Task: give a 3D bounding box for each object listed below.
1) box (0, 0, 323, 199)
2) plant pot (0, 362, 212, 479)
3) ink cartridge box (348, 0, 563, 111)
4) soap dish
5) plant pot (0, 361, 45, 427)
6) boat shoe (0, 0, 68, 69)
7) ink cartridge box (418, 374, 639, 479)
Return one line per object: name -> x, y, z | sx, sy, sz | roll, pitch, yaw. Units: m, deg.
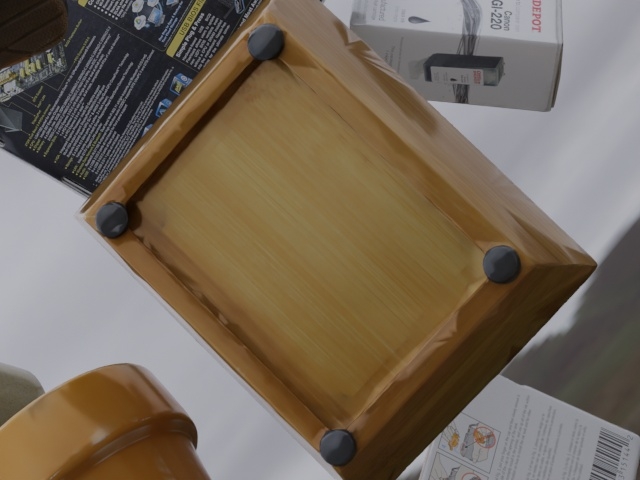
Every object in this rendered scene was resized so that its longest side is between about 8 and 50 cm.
box -> -0.177, -0.235, 1.884 | 0.395, 0.318, 0.097 | -61, 1, -3
plant pot -> -0.137, 0.222, 1.340 | 0.205, 0.188, 0.205 | -37, -23, -19
ink cartridge box -> 0.138, -0.218, 1.981 | 0.158, 0.218, 0.092 | -83, 0, -50
soap dish -> 0.000, 0.000, 1.281 | 0.229, 0.291, 0.118 | -47, -8, 9
plant pot -> -0.383, 0.189, 1.692 | 0.274, 0.256, 0.256 | -3, -37, -31
boat shoe -> -0.253, -0.230, 1.222 | 0.123, 0.116, 0.324 | -16, -27, -1
ink cartridge box -> 0.158, 0.262, 1.829 | 0.066, 0.261, 0.296 | -58, 8, 49
